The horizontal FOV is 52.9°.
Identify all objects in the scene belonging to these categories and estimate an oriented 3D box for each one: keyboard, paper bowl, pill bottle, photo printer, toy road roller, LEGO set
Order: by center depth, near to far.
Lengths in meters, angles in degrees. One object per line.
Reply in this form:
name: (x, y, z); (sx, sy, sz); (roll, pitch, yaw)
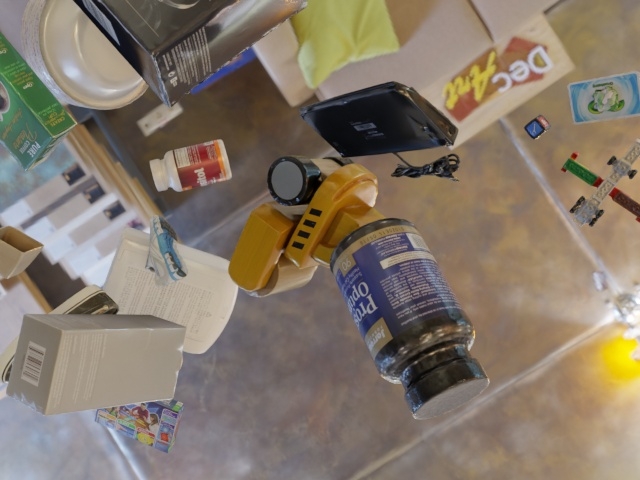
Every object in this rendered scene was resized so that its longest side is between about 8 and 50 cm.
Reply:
LEGO set: (0.365, -0.107, 0.735); (0.244, 0.182, 0.060); (-3, -161, 39)
pill bottle: (0.104, 0.090, 0.760); (0.123, 0.219, 0.122); (-18, 148, -12)
keyboard: (0.102, -0.159, 0.990); (0.033, 0.201, 0.317); (-55, -156, -12)
toy road roller: (0.000, 0.000, 1.242); (0.203, 0.241, 0.329); (-9, 134, -56)
pill bottle: (-0.264, -0.149, 1.312); (0.152, 0.086, 0.086); (-15, 174, -7)
paper bowl: (-0.473, -0.425, 1.379); (0.148, 0.284, 0.284); (17, -144, 41)
photo printer: (-0.361, 0.128, 1.545); (0.107, 0.308, 0.256); (-118, -130, -68)

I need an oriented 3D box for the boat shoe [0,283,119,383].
boat shoe: (-0.439, 0.165, 1.078); (0.219, 0.070, 0.077); (-44, 163, -25)

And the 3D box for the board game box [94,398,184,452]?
board game box: (-0.439, 0.416, 1.552); (0.035, 0.201, 0.136); (-56, 166, -65)

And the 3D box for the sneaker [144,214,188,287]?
sneaker: (-0.360, 0.024, 1.423); (0.083, 0.190, 0.071); (-34, 141, 12)

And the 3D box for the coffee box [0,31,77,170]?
coffee box: (-0.379, -0.180, 0.759); (0.113, 0.184, 0.040); (-27, -164, 46)

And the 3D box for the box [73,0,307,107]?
box: (-0.243, -0.462, 1.052); (0.312, 0.343, 0.179); (-41, 172, -13)

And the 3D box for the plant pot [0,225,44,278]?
plant pot: (-0.812, 0.036, 1.676); (0.096, 0.109, 0.109); (-60, -179, 11)

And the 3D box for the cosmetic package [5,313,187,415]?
cosmetic package: (-0.327, 0.180, 0.974); (0.107, 0.127, 0.238); (12, 179, 32)
